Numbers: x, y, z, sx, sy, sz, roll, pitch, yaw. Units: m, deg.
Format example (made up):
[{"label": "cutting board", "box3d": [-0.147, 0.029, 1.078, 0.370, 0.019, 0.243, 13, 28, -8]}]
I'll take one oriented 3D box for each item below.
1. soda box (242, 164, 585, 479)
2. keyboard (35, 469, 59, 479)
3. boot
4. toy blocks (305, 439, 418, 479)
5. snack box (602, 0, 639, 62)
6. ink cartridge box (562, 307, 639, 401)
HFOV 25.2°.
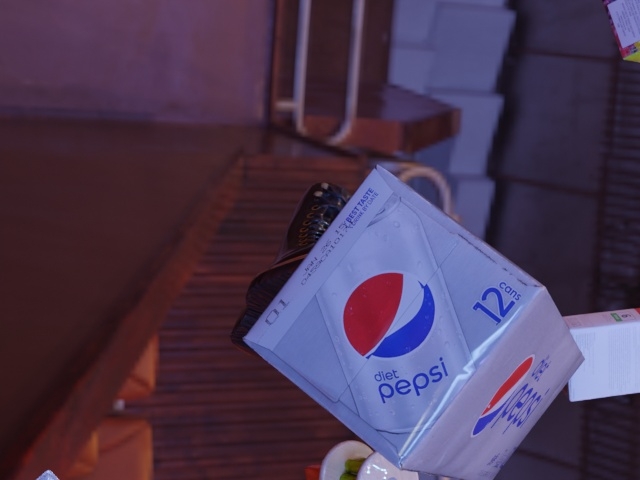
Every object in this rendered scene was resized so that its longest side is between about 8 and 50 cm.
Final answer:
[{"label": "soda box", "box3d": [0.061, 0.054, 0.712, 0.091, 0.286, 0.098, 38, -89, 18]}, {"label": "keyboard", "box3d": [-0.247, 0.375, 1.608, 0.256, 0.072, 0.014, 49, -12, -3]}, {"label": "boot", "box3d": [0.000, 0.000, 1.010, 0.198, 0.077, 0.137, -35, -151, 62]}, {"label": "toy blocks", "box3d": [0.032, 0.149, 1.104, 0.123, 0.054, 0.148, -55, -156, -18]}, {"label": "snack box", "box3d": [0.220, -0.121, 0.724, 0.100, 0.141, 0.037, -23, -101, 34]}, {"label": "ink cartridge box", "box3d": [0.247, 0.087, 1.130, 0.029, 0.115, 0.062, -115, -160, -69]}]
